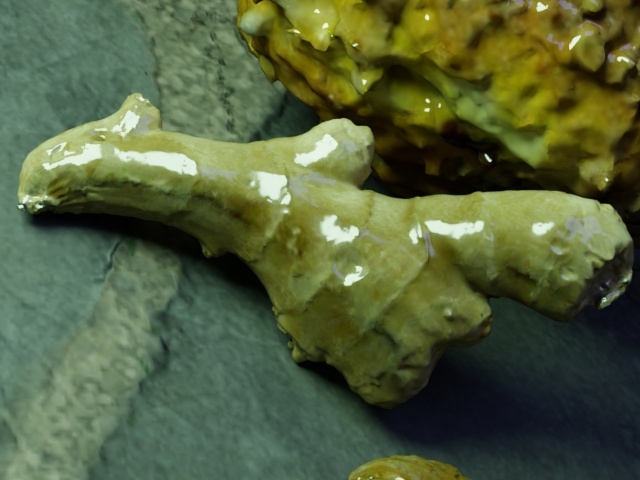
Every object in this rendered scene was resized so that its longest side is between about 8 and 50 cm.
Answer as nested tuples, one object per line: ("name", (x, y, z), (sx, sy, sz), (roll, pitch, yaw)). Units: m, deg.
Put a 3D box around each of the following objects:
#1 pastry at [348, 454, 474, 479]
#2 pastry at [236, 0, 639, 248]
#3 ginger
("pastry", (0.059, 0.176, 0.739), (0.153, 0.081, 0.153), (17, 44, -17))
("pastry", (0.145, -0.155, 0.950), (0.337, 0.292, 0.405), (55, 33, 3))
("ginger", (0.000, 0.000, 0.828), (0.334, 0.148, 0.081), (20, 16, 2))
